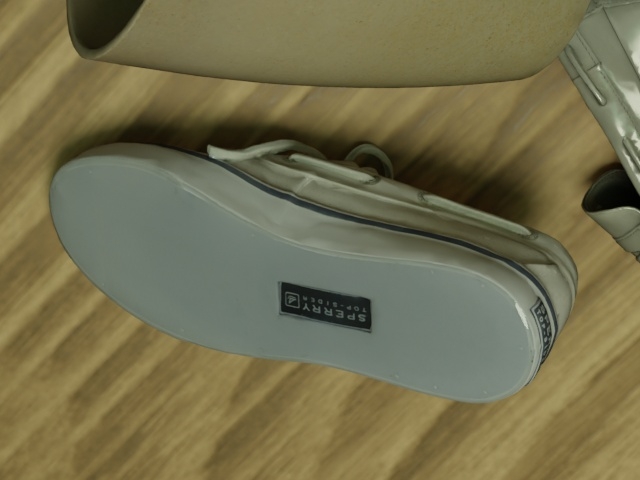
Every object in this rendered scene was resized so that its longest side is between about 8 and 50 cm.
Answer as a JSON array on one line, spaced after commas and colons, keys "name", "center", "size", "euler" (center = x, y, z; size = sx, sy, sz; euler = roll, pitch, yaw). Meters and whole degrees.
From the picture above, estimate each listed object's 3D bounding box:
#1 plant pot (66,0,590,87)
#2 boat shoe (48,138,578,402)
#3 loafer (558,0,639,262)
[{"name": "plant pot", "center": [0.023, -0.195, 0.901], "size": [0.274, 0.256, 0.256], "euler": [14, 112, -24]}, {"name": "boat shoe", "center": [0.001, -0.007, 1.020], "size": [0.367, 0.156, 0.135], "euler": [12, 119, 25]}, {"name": "loafer", "center": [0.235, -0.032, 1.029], "size": [0.111, 0.112, 0.319], "euler": [-18, 103, 11]}]
